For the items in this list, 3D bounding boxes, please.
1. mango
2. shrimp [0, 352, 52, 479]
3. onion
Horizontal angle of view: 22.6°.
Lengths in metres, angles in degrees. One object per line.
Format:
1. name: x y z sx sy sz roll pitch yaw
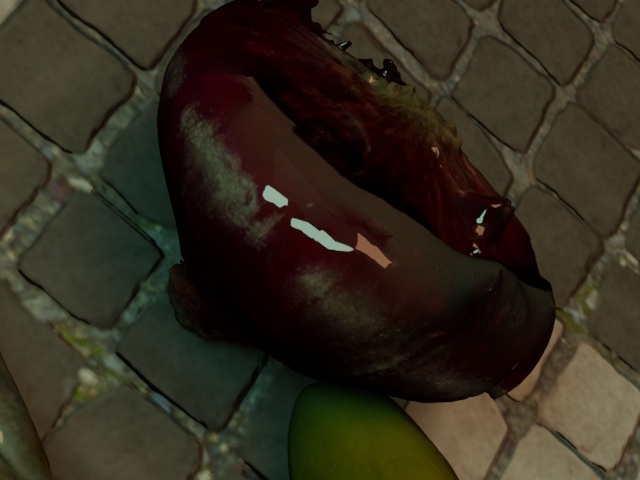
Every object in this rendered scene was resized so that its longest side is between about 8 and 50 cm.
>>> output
1. mango: 0.044 0.180 0.874 0.091 0.137 0.237 -13 75 -26
2. shrimp: -0.222 0.065 0.734 0.247 0.085 0.360 31 32 -52
3. onion: 0.000 0.000 0.907 0.272 0.195 0.272 40 20 -18
